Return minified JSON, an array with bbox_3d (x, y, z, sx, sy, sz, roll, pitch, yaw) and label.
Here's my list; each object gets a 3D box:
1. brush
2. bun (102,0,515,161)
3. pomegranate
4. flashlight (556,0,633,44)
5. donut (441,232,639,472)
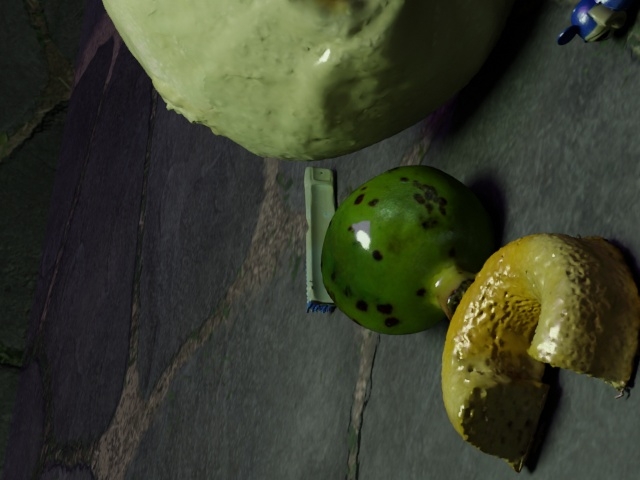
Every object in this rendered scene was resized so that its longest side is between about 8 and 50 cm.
[{"bbox_3d":[0.000,0.000,1.751,0.030,0.033,0.178,105,167,-48],"label":"brush"},{"bbox_3d":[-0.001,-0.239,1.428,0.202,0.364,0.364,-139,65,-74],"label":"bun"},{"bbox_3d":[0.068,0.008,1.416,0.143,0.122,0.169,-44,19,1],"label":"pomegranate"},{"bbox_3d":[0.221,-0.183,1.275,0.035,0.057,0.121,53,127,21],"label":"flashlight"},{"bbox_3d":[0.146,0.065,1.230,0.181,0.078,0.146,131,146,-48],"label":"donut"}]
